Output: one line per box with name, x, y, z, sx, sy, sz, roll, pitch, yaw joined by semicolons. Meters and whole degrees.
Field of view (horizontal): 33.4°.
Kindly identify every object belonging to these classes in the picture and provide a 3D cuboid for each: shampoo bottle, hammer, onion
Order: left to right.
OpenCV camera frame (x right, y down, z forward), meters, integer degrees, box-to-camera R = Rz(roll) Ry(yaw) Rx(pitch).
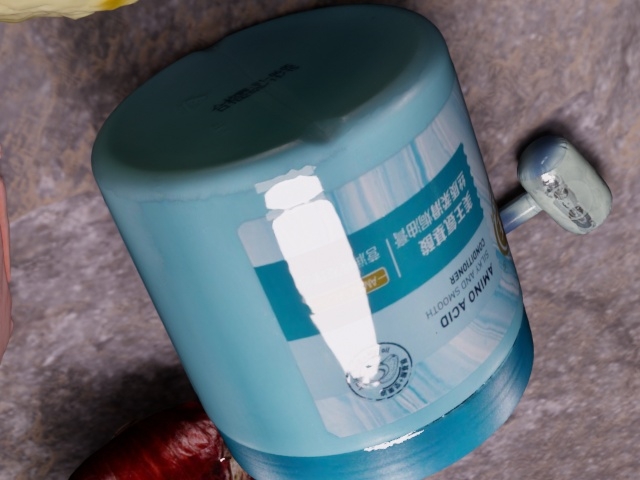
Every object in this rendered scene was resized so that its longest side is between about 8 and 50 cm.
onion;-0.176;0.300;1.209;0.314;0.232;0.314;-35;156;-18
shampoo bottle;0.000;0.000;0.991;0.331;0.331;0.342;-19;120;5
hammer;0.214;-0.026;1.161;0.194;0.069;0.116;-36;120;24

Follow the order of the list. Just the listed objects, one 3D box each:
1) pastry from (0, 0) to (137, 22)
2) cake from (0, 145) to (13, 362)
pastry;-0.233;-0.348;0.761;0.389;0.312;0.388;-10;127;-14
cake;-0.457;0.040;0.974;0.307;0.314;0.293;6;119;-8
